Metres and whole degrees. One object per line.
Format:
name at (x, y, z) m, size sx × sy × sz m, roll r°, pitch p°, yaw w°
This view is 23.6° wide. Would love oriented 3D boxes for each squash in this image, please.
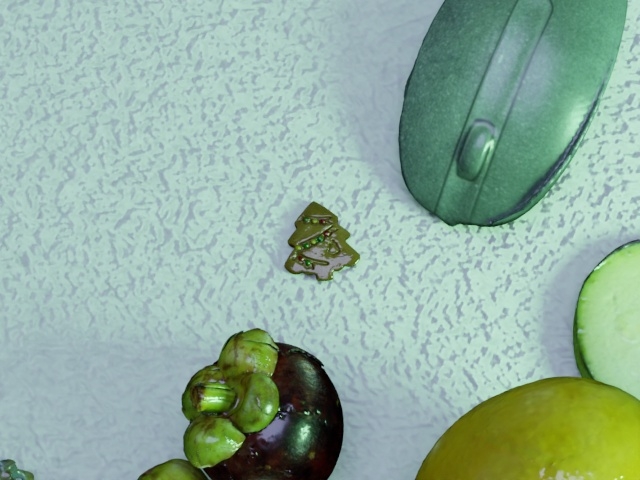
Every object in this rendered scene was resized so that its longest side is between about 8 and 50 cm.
squash at (0.369, 0.099, 1.583) m, size 0.219 × 0.041 × 0.219 m, roll -1°, pitch 65°, yaw 1°

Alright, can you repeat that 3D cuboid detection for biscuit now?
biscuit at (0.000, 0.000, 1.644) m, size 0.082 × 0.016 × 0.092 m, roll -5°, pitch 72°, yaw 1°

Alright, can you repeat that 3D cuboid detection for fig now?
fig at (-0.136, 0.296, 1.529) m, size 0.093 × 0.093 × 0.166 m, roll -23°, pitch 110°, yaw -5°

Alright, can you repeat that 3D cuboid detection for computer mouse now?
computer mouse at (0.210, -0.193, 1.651) m, size 0.203 × 0.114 × 0.374 m, roll 20°, pitch 73°, yaw 9°

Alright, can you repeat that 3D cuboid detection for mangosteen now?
mangosteen at (-0.062, 0.171, 1.494) m, size 0.166 × 0.180 × 0.166 m, roll -14°, pitch 61°, yaw 27°

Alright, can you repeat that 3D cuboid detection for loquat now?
loquat at (0.204, 0.265, 1.410) m, size 0.275 × 0.275 × 0.275 m, roll -1°, pitch 70°, yaw 2°

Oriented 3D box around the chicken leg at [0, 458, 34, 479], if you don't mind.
chicken leg at (-0.305, 0.310, 1.517) m, size 0.125 × 0.080 × 0.196 m, roll -34°, pitch 72°, yaw -22°
